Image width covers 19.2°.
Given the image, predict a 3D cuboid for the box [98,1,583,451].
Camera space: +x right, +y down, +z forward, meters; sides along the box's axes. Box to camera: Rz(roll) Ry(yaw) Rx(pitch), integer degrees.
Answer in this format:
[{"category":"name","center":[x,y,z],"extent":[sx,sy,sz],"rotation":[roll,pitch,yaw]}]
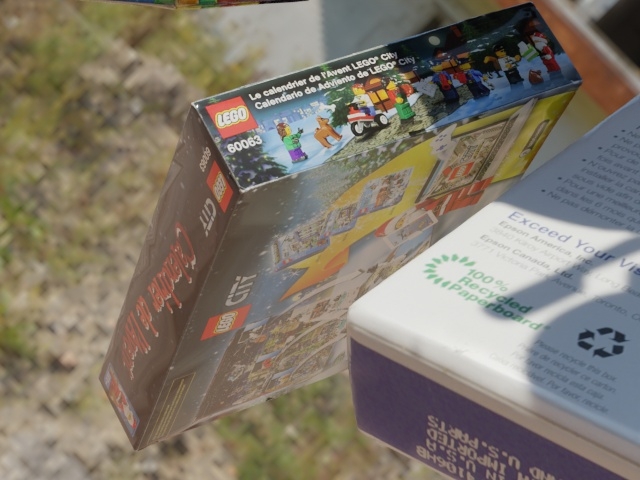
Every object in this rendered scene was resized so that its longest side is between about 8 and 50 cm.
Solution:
[{"category":"box","center":[0.000,0.000,0.820],"extent":[0.044,0.159,0.233],"rotation":[61,-28,21]}]

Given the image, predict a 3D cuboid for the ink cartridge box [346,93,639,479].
[{"category":"ink cartridge box","center":[0.236,0.026,0.678],"extent":[0.324,0.330,0.071],"rotation":[25,-46,36]}]

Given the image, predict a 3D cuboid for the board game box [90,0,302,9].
[{"category":"board game box","center":[-0.075,-0.133,0.473],"extent":[0.048,0.141,0.170],"rotation":[-10,15,-43]}]
